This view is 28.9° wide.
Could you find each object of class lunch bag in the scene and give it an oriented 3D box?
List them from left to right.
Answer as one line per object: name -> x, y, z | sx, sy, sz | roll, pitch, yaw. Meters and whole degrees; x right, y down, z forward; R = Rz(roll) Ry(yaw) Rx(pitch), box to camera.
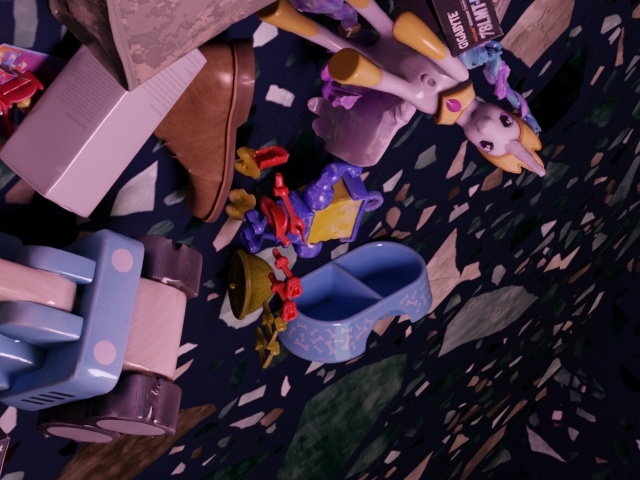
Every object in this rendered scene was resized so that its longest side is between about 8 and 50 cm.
lunch bag -> -0.152, -0.323, 1.185 | 0.235, 0.169, 0.287 | -36, 156, -19

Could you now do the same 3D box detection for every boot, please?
boot -> -0.158, -0.135, 1.549 | 0.115, 0.112, 0.305 | -2, 143, -13

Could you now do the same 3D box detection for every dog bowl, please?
dog bowl -> 0.060, 0.093, 2.080 | 0.297, 0.166, 0.074 | -27, 135, -33

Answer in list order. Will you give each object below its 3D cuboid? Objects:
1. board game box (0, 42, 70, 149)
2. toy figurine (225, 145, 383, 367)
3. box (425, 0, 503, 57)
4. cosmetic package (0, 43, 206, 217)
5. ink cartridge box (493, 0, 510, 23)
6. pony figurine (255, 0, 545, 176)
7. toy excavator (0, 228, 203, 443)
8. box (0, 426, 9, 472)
board game box -> -0.324, -0.139, 1.341 | 0.133, 0.033, 0.169 | -55, 151, 17
toy figurine -> 0.000, 0.000, 1.780 | 0.217, 0.191, 0.362 | -19, 147, -24
box -> 0.087, -0.385, 1.300 | 0.073, 0.295, 0.293 | -23, 154, 5
cosmetic package -> -0.235, -0.147, 1.359 | 0.231, 0.085, 0.117 | -51, 163, -2
ink cartridge box -> 0.237, -0.369, 1.751 | 0.180, 0.060, 0.104 | 80, 31, -58
pony figurine -> 0.097, -0.218, 1.558 | 0.363, 0.351, 0.302 | 27, 102, -43
toy excavator -> -0.337, 0.062, 1.360 | 0.445, 0.222, 0.433 | 19, 157, -31
box -> -0.520, 0.237, 1.416 | 0.261, 0.184, 0.103 | -20, 143, -40
